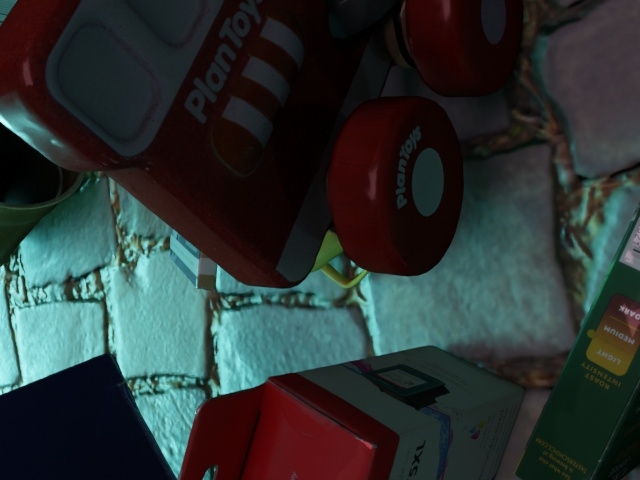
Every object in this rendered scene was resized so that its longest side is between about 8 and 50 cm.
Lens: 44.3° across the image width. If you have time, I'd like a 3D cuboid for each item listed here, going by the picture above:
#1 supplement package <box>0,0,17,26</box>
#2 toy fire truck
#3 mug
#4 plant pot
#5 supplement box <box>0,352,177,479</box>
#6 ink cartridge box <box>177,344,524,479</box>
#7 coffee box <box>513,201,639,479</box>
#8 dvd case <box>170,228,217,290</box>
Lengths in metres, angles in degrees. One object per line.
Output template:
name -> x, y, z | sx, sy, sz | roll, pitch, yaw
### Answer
supplement package -> -0.343, -0.343, 0.793 | 0.244, 0.139, 0.134 | -49, 64, 26
toy fire truck -> -0.020, -0.131, 0.445 | 0.169, 0.254, 0.302 | 7, 65, 35
mug -> -0.003, -0.002, 0.583 | 0.064, 0.062, 0.078 | -47, 57, 36
plant pot -> -0.346, -0.055, 0.794 | 0.165, 0.167, 0.167 | -43, 65, 39
supplement box -> -0.207, 0.279, 0.572 | 0.194, 0.195, 0.357 | 53, 145, 25
ink cartridge box -> 0.020, 0.145, 0.454 | 0.078, 0.231, 0.134 | 24, 104, 34
coffee box -> 0.172, 0.046, 0.413 | 0.040, 0.113, 0.184 | 29, 109, 33
dvd case -> -0.094, -0.083, 0.622 | 0.164, 0.018, 0.222 | -158, 73, -71
